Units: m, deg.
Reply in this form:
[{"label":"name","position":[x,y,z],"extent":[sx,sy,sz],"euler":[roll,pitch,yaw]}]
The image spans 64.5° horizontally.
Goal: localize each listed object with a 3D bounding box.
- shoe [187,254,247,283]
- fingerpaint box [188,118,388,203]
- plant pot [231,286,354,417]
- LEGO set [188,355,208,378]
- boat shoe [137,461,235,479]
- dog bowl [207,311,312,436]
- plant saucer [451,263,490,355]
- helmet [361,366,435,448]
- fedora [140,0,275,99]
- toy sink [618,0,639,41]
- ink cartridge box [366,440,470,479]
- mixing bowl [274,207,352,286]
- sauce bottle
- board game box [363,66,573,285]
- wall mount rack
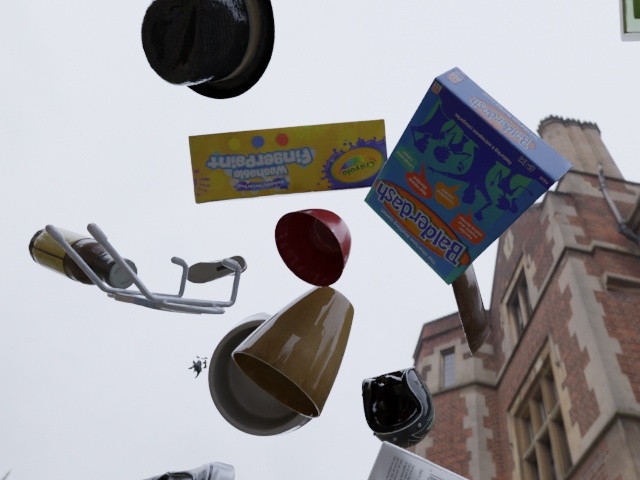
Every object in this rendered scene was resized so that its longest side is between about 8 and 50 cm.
[{"label":"shoe","position":[-0.300,0.089,1.479],"extent":[0.178,0.081,0.063],"euler":[-15,-101,-4]},{"label":"fingerpaint box","position":[-0.078,-0.197,1.304],"extent":[0.445,0.371,0.163],"euler":[-6,-84,-3]},{"label":"plant pot","position":[-0.033,0.235,1.180],"extent":[0.237,0.254,0.237],"euler":[28,-31,19]},{"label":"LEGO set","position":[-0.297,0.311,1.259],"extent":[0.023,0.083,0.054],"euler":[7,-73,17]},{"label":"boat shoe","position":[-0.205,0.339,0.623],"extent":[0.102,0.108,0.301],"euler":[29,-47,-17]},{"label":"dog bowl","position":[-0.148,0.370,1.397],"extent":[0.349,0.102,0.348],"euler":[-1,-96,10]},{"label":"plant saucer","position":[0.218,0.070,0.759],"extent":[0.036,0.198,0.198],"euler":[-16,-60,15]},{"label":"helmet","position":[0.176,0.375,1.131],"extent":[0.169,0.169,0.161],"euler":[-23,-108,27]},{"label":"fedora","position":[-0.255,-0.426,1.034],"extent":[0.334,0.152,0.334],"euler":[16,-49,19]},{"label":"toy sink","position":[0.599,-0.416,0.827],"extent":[0.131,0.234,0.152],"euler":[-12,-70,8]},{"label":"ink cartridge box","position":[0.164,0.413,0.622],"extent":[0.278,0.201,0.117],"euler":[20,-46,17]},{"label":"mixing bowl","position":[0.000,0.000,1.103],"extent":[0.181,0.098,0.181],"euler":[20,-53,29]},{"label":"sauce bottle","position":[-0.558,0.046,1.192],"extent":[0.344,0.111,0.111],"euler":[15,-48,36]},{"label":"board game box","position":[0.152,-0.063,0.587],"extent":[0.160,0.047,0.210],"euler":[46,-35,14]},{"label":"wall mount rack","position":[-0.336,0.060,0.958],"extent":[0.350,0.130,0.304],"euler":[-1,-11,45]}]
